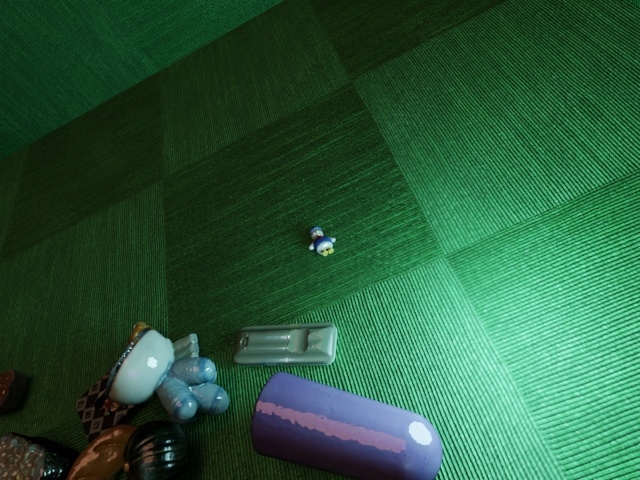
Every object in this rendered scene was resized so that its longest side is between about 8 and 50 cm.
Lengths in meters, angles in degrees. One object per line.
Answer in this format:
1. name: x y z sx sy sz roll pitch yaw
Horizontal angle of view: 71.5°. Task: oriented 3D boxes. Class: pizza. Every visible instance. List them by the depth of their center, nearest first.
1. pizza: -0.589 0.388 1.507 0.134 0.056 0.271 -42 55 -8

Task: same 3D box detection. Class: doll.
1. doll: 0.000 0.000 1.536 0.098 0.058 0.143 -18 44 -12

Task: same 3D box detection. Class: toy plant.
1. toy plant: -0.428 0.431 1.327 0.331 0.247 0.247 26 68 -1

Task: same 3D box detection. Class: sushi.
1. sushi: -0.921 0.737 1.411 0.349 0.171 0.211 -6 54 24
2. sushi: -0.703 0.545 1.515 0.231 0.047 0.219 -44 46 -12

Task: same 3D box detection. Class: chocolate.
1. chocolate: -1.225 0.590 1.704 0.213 0.093 0.149 -17 54 16

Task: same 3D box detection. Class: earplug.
1. earplug: 0.069 0.478 1.099 0.454 0.215 0.215 6 61 24

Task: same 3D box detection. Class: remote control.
1. remote control: -0.114 0.318 1.370 0.334 0.066 0.128 -7 54 21

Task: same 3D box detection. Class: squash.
1. squash: -0.465 0.619 1.263 0.172 0.218 0.218 -17 39 -37

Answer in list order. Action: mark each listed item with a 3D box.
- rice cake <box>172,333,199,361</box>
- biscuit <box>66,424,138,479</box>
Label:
1. rice cake: -0.506 0.409 1.514 0.210 0.038 0.124 -24 52 10
2. biscuit: -0.678 0.707 1.353 0.154 0.045 0.300 22 64 -6
